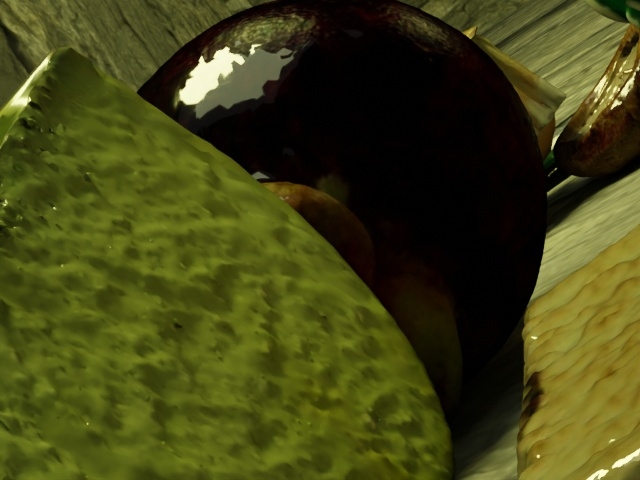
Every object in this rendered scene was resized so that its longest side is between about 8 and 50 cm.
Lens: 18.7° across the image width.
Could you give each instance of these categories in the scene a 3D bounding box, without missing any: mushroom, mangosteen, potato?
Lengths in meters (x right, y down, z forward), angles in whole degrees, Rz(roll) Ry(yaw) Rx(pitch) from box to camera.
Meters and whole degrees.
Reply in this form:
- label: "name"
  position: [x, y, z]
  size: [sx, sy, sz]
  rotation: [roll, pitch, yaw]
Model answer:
- label: "mushroom"
  position: [0.197, -0.088, 1.244]
  size: [0.123, 0.052, 0.123]
  rotation: [-60, 4, 7]
- label: "mangosteen"
  position: [0.000, 0.000, 0.949]
  size: [0.228, 0.228, 0.265]
  rotation: [-35, 20, 22]
- label: "potato"
  position: [-0.115, 0.138, 0.739]
  size: [0.280, 0.212, 0.330]
  rotation: [-51, 14, 24]

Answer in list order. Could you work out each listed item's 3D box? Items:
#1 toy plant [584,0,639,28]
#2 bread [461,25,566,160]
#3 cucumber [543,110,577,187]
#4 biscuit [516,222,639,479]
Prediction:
- label: "toy plant"
  position: [0.212, -0.177, 1.164]
  size: [0.243, 0.232, 0.113]
  rotation: [-77, 12, -67]
- label: "bread"
  position: [0.047, -0.020, 1.257]
  size: [0.241, 0.107, 0.136]
  rotation: [-48, 5, -9]
- label: "cucumber"
  position: [0.160, -0.056, 1.366]
  size: [0.184, 0.033, 0.036]
  rotation: [-36, 30, 12]
- label: "biscuit"
  position: [0.158, 0.014, 0.686]
  size: [0.217, 0.044, 0.325]
  rotation: [-37, 5, 11]
